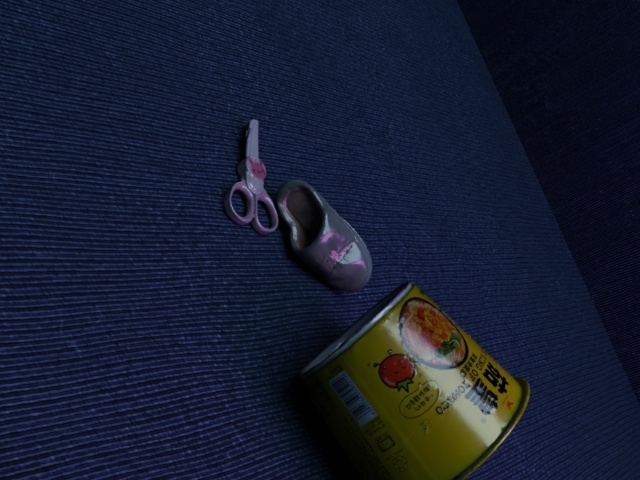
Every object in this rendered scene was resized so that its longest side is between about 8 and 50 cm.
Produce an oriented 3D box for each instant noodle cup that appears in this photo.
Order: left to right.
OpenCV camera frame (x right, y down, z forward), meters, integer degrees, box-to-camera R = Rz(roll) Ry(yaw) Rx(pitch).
[{"bbox_3d":[0.134,0.240,1.110,0.254,0.325,0.325,49,36,4],"label":"instant noodle cup"}]

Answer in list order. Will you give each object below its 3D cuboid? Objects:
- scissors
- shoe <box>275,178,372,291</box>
[{"bbox_3d":[-0.127,-0.127,1.275,0.118,0.030,0.242,26,49,-40],"label":"scissors"},{"bbox_3d":[0.000,0.000,1.269,0.251,0.103,0.100,53,24,-7],"label":"shoe"}]
